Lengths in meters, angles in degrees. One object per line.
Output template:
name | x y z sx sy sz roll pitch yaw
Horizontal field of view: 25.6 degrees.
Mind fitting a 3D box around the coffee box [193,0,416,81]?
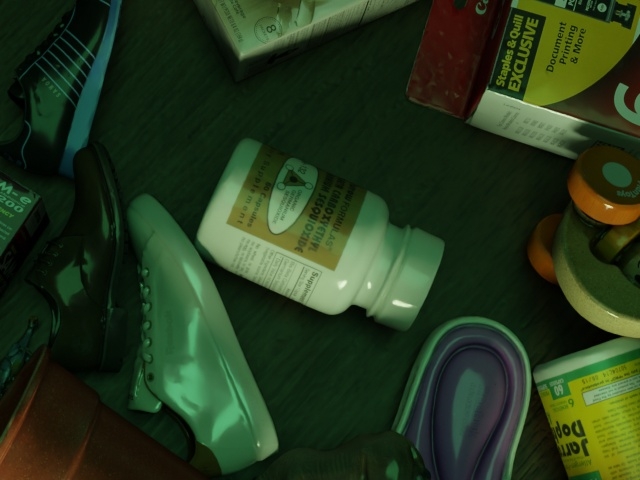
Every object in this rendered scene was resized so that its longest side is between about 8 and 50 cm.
coffee box | -0.008 -0.287 1.476 0.246 0.098 0.141 -26 83 -11

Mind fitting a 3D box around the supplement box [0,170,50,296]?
supplement box | -0.356 0.051 1.352 0.073 0.130 0.239 31 78 -1

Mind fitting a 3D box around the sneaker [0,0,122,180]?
sneaker | -0.263 -0.180 1.433 0.090 0.081 0.232 15 79 -11

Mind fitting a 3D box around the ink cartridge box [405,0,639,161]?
ink cartridge box | 0.264 -0.259 1.489 0.271 0.130 0.310 17 78 -2

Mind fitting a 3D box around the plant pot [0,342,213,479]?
plant pot | -0.206 0.276 1.269 0.265 0.272 0.272 32 77 -12

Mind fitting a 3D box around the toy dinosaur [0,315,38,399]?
toy dinosaur | -0.305 0.114 1.394 0.090 0.047 0.082 -2 60 4

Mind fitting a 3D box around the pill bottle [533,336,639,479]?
pill bottle | 0.299 0.208 1.408 0.117 0.117 0.208 -17 82 -10

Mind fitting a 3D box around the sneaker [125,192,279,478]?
sneaker | -0.150 0.098 1.380 0.123 0.106 0.290 -23 84 -13

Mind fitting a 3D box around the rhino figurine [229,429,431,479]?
rhino figurine | 0.000 0.249 1.351 0.243 0.073 0.106 -16 80 27

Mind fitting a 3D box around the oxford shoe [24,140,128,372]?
oxford shoe | -0.238 0.015 1.375 0.096 0.083 0.227 2 86 -18

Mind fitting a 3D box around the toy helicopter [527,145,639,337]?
toy helicopter | 0.402 0.028 1.435 0.355 0.140 0.235 -5 54 -24

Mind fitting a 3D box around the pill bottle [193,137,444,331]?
pill bottle | 0.000 0.000 1.405 0.229 0.131 0.131 24 77 -2

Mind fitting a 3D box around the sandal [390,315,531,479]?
sandal | 0.122 0.274 1.381 0.169 0.102 0.416 7 79 -5
